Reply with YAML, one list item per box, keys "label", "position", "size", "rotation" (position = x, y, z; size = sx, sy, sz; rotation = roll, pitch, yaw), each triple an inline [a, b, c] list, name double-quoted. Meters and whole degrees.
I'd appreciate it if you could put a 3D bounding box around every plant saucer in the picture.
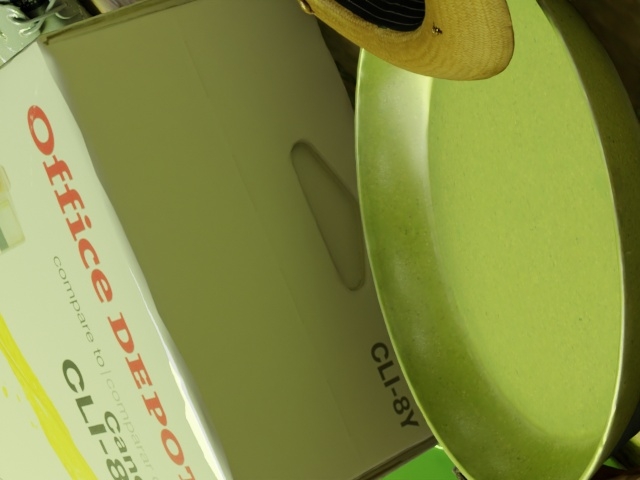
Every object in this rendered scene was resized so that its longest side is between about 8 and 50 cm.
- label: "plant saucer"
  position: [0.076, -0.010, 0.626]
  size: [0.241, 0.037, 0.241]
  rotation: [170, 90, -72]

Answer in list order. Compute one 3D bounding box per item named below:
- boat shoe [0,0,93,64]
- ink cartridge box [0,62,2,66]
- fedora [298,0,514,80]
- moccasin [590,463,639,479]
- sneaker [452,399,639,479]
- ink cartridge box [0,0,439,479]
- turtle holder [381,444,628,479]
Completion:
- label: "boat shoe"
  position: [-0.230, -0.183, 1.147]
  size: [0.227, 0.079, 0.081]
  rotation: [50, 171, -7]
- label: "ink cartridge box"
  position: [-0.411, -0.243, 1.327]
  size: [0.285, 0.166, 0.395]
  rotation: [29, 160, 48]
- label: "fedora"
  position: [0.014, -0.144, 0.522]
  size: [0.194, 0.079, 0.194]
  rotation: [42, 167, 12]
- label: "moccasin"
  position: [0.194, 0.099, 0.584]
  size: [0.139, 0.147, 0.380]
  rotation: [3, 172, -17]
- label: "sneaker"
  position: [0.126, 0.081, 0.770]
  size: [0.083, 0.118, 0.222]
  rotation: [39, 166, 25]
- label: "ink cartridge box"
  position: [-0.127, 0.034, 0.918]
  size: [0.385, 0.160, 0.279]
  rotation: [-20, 94, 55]
- label: "turtle holder"
  position: [0.103, 0.237, 1.035]
  size: [0.320, 0.243, 0.227]
  rotation: [9, 165, 32]
